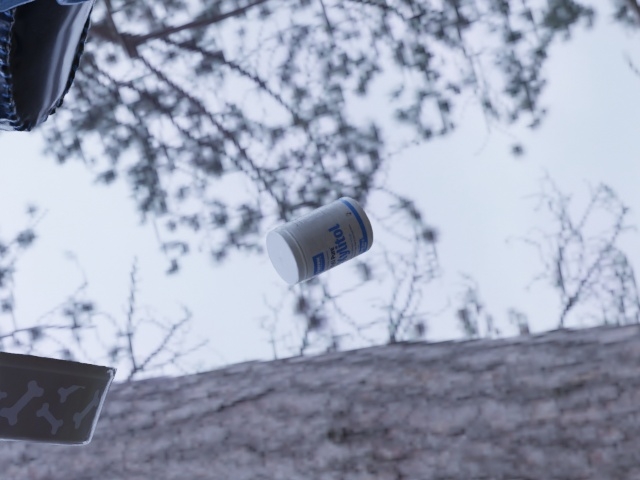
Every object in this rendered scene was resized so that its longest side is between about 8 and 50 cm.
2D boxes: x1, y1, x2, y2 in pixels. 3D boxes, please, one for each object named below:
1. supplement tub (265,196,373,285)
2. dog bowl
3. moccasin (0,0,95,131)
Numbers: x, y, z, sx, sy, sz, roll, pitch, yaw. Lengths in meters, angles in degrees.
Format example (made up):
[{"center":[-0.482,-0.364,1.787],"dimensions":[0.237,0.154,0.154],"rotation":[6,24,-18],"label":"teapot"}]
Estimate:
[{"center":[0.000,0.000,1.389],"dimensions":[0.107,0.071,0.071],"rotation":[-26,-76,-25],"label":"supplement tub"},{"center":[-0.430,0.186,1.499],"dimensions":[0.349,0.349,0.102],"rotation":[18,-104,-57],"label":"dog bowl"},{"center":[-0.102,-0.168,0.510],"dimensions":[0.342,0.117,0.137],"rotation":[110,-177,-48],"label":"moccasin"}]
